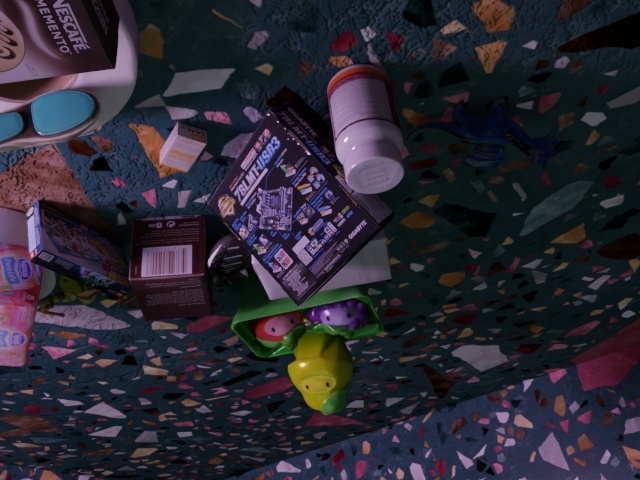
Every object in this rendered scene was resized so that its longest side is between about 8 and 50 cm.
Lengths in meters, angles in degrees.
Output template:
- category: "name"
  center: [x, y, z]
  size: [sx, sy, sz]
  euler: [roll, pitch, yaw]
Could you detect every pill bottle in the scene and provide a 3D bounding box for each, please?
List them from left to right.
- category: "pill bottle"
  center: [0.082, -0.199, 1.146]
  size: [0.121, 0.221, 0.121]
  euler: [-5, 147, -3]

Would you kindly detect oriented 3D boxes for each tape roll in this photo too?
- category: "tape roll"
  center: [-0.748, 0.042, 1.462]
  size: [0.287, 0.100, 0.286]
  euler: [-5, 147, -4]
- category: "tape roll"
  center: [-0.483, -0.311, 1.007]
  size: [0.393, 0.071, 0.392]
  euler: [-6, 147, -4]

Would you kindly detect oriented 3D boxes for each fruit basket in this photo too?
- category: "fruit basket"
  center: [-0.021, 0.258, 1.689]
  size: [0.393, 0.391, 0.283]
  euler: [-13, 146, 9]

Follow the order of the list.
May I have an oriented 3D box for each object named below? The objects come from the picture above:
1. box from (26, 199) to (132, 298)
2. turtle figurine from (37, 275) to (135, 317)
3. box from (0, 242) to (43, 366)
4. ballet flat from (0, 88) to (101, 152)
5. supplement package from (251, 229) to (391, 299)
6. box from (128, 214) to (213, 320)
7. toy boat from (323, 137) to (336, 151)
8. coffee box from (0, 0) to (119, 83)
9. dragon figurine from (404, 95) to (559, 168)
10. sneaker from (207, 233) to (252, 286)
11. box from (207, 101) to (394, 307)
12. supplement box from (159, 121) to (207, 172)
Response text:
- category: "box"
  center: [-0.529, 0.023, 1.416]
  size: [0.044, 0.159, 0.233]
  euler: [-41, 137, 14]
- category: "turtle figurine"
  center: [-0.578, 0.116, 1.616]
  size: [0.270, 0.087, 0.217]
  euler: [-8, 164, -21]
- category: "box"
  center: [-0.697, 0.146, 1.400]
  size: [0.142, 0.154, 0.300]
  euler: [10, 142, -24]
- category: "ballet flat"
  center: [-0.469, -0.192, 1.069]
  size: [0.249, 0.086, 0.086]
  euler: [-10, 147, 7]
- category: "supplement package"
  center: [0.000, 0.000, 1.470]
  size: [0.293, 0.177, 0.175]
  euler: [-11, 146, 5]
- category: "box"
  center: [-0.345, 0.067, 1.514]
  size: [0.169, 0.166, 0.203]
  euler: [-4, 147, -6]
- category: "toy boat"
  center: [0.020, -0.146, 1.301]
  size: [0.231, 0.151, 0.150]
  euler: [8, 119, 32]
- category: "coffee box"
  center: [-0.439, -0.307, 0.849]
  size: [0.298, 0.118, 0.168]
  euler: [-8, 146, 1]
- category: "dragon figurine"
  center: [0.319, -0.199, 1.261]
  size: [0.290, 0.143, 0.085]
  euler: [-6, 146, -2]
- category: "sneaker"
  center: [-0.219, 0.031, 1.492]
  size: [0.100, 0.107, 0.271]
  euler: [-10, 165, -13]
- category: "box"
  center: [-0.051, -0.061, 1.246]
  size: [0.073, 0.293, 0.295]
  euler: [-34, 169, -48]
- category: "supplement box"
  center: [-0.272, -0.183, 1.269]
  size: [0.062, 0.036, 0.098]
  euler: [15, 141, -30]
